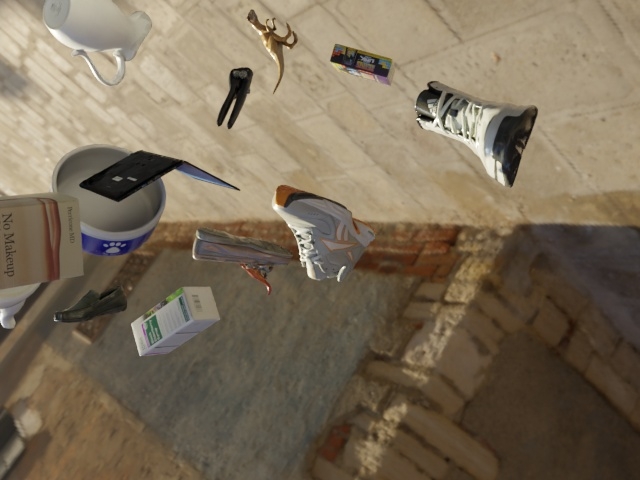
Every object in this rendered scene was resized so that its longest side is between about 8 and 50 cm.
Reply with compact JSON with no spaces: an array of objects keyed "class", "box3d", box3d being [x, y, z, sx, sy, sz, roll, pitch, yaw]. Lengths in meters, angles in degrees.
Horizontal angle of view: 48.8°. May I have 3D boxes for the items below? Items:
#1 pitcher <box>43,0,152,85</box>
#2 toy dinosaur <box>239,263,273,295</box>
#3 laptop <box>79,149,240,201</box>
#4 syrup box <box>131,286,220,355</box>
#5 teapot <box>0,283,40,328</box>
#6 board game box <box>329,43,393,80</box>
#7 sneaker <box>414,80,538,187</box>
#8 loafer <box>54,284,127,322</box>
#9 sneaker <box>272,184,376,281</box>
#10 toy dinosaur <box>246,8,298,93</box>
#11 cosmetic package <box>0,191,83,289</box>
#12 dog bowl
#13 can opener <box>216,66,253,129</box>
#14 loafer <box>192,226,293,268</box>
[{"class":"pitcher","box3d":[-0.466,-0.421,1.456,0.125,0.177,0.207,23,-171,29]},{"class":"toy dinosaur","box3d":[-0.125,0.047,1.299,0.082,0.047,0.090,18,-142,-42]},{"class":"laptop","box3d":[-0.367,-0.122,1.600,0.234,0.264,0.136,17,136,51]},{"class":"syrup box","box3d":[-0.374,0.208,1.803,0.237,0.093,0.096,-33,158,32]},{"class":"teapot","box3d":[-0.778,0.046,1.626,0.187,0.256,0.252,-18,150,40]},{"class":"board game box","box3d":[0.104,-0.420,1.696,0.141,0.048,0.170,18,-172,7]},{"class":"sneaker","box3d":[0.309,-0.235,1.495,0.257,0.169,0.447,19,-166,11]},{"class":"loafer","box3d":[-0.626,0.173,1.920,0.076,0.078,0.223,-1,-172,36]},{"class":"sneaker","box3d":[0.000,0.000,1.125,0.099,0.121,0.262,21,175,34]},{"class":"toy dinosaur","box3d":[-0.112,-0.491,1.788,0.211,0.112,0.064,64,-166,-4]},{"class":"cosmetic package","box3d":[-0.577,0.006,1.213,0.129,0.296,0.153,12,108,47]},{"class":"dog bowl","box3d":[-0.512,-0.097,1.691,0.265,0.265,0.104,35,137,-3]},{"class":"can opener","box3d":[-0.199,-0.336,1.662,0.059,0.186,0.073,5,147,8]},{"class":"loafer","box3d":[-0.098,0.016,0.880,0.125,0.039,0.045,15,-168,-19]}]
